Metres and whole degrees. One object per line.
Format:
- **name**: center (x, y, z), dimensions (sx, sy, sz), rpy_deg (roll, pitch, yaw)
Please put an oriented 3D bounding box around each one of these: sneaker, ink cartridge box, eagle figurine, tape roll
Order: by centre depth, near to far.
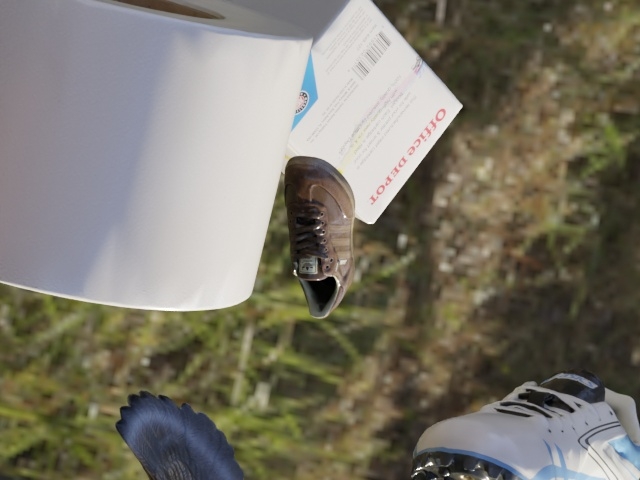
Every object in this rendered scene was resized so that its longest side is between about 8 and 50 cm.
- **sneaker**: center (0.116, 0.108, 0.996), dimensions (0.237, 0.085, 0.086), rpy_deg (17, 84, -64)
- **tape roll**: center (-0.140, -0.073, 1.111), dimensions (0.246, 0.246, 0.169), rpy_deg (-12, 117, -65)
- **sneaker**: center (0.000, 0.000, 1.788), dimensions (0.188, 0.066, 0.071), rpy_deg (74, 24, -47)
- **eagle figurine**: center (-0.148, 0.328, 1.913), dimensions (0.226, 0.298, 0.225), rpy_deg (-13, 128, -39)
- **ink cartridge box**: center (-0.001, -0.165, 1.950), dimensions (0.171, 0.168, 0.233), rpy_deg (-51, 135, -6)
